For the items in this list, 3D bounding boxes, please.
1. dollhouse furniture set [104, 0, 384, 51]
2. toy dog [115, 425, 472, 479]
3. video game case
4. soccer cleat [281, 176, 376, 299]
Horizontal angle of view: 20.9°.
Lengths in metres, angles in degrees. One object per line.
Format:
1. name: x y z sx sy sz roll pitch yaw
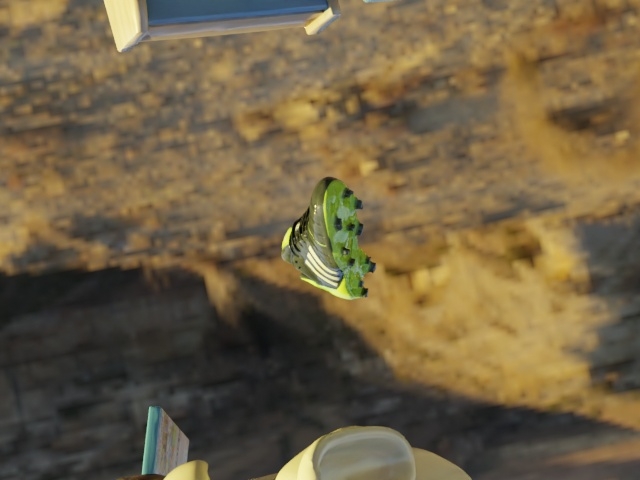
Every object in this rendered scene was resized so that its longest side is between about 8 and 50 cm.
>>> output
1. dollhouse furniture set: -0.043 -0.321 1.378 0.198 0.286 0.303 -10 168 -33
2. toy dog: -0.066 0.310 1.670 0.408 0.284 0.395 -15 -169 31
3. video game case: -0.177 0.265 1.973 0.015 0.119 0.166 2 161 8
4. soccer cleat: 0.000 0.000 1.434 0.072 0.060 0.179 13 156 14
